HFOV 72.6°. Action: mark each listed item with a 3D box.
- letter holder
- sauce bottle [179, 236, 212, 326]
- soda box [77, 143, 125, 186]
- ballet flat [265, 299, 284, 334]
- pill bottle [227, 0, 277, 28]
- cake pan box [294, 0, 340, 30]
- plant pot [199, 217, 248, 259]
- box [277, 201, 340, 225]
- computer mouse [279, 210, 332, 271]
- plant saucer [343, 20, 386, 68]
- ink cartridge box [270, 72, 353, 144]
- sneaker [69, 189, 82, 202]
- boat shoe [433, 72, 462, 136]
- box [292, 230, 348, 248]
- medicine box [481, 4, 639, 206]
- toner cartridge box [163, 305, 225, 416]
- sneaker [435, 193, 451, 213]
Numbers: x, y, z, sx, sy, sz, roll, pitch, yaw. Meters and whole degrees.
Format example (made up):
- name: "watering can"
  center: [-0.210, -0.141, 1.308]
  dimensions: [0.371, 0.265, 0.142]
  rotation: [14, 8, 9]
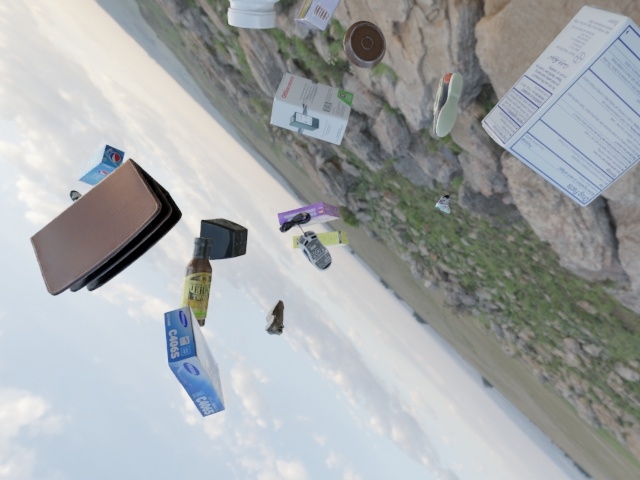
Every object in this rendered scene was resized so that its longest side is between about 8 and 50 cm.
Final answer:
- name: "letter holder"
  center: [-0.482, -0.003, 1.026]
  dimensions: [0.214, 0.301, 0.152]
  rotation: [48, 176, 33]
- name: "sauce bottle"
  center: [-0.479, 0.159, 1.688]
  dimensions: [0.111, 0.345, 0.111]
  rotation: [6, 179, 0]
- name: "soda box"
  center: [-0.754, -0.253, 1.496]
  dimensions: [0.210, 0.071, 0.067]
  rotation: [-15, 153, 40]
- name: "ballet flat"
  center: [-0.156, 0.280, 1.567]
  dimensions: [0.058, 0.084, 0.250]
  rotation: [36, -174, -9]
- name: "pill bottle"
  center: [-0.235, -0.958, 1.484]
  dimensions: [0.229, 0.228, 0.408]
  rotation: [46, 140, 46]
- name: "cake pan box"
  center: [0.029, -0.759, 1.284]
  dimensions: [0.070, 0.267, 0.246]
  rotation: [24, -160, -25]
- name: "plant pot"
  center: [-0.442, 0.002, 2.029]
  dimensions: [0.166, 0.188, 0.187]
  rotation: [9, -172, 18]
- name: "box"
  center: [-0.044, -0.106, 1.895]
  dimensions: [0.293, 0.200, 0.057]
  rotation: [0, -103, -75]
- name: "computer mouse"
  center: [-0.036, 0.011, 1.317]
  dimensions: [0.193, 0.106, 0.042]
  rotation: [58, 153, -12]
- name: "plant saucer"
  center: [0.169, -0.724, 1.602]
  dimensions: [0.168, 0.168, 0.029]
  rotation: [44, 174, -15]
- name: "ink cartridge box"
  center: [-0.031, -0.522, 1.717]
  dimensions: [0.288, 0.211, 0.122]
  rotation: [17, 139, -4]
- name: "sneaker"
  center: [-0.698, -0.110, 1.270]
  dimensions: [0.036, 0.032, 0.083]
  rotation: [18, 138, 46]
- name: "boat shoe"
  center: [0.261, -0.285, 0.920]
  dimensions: [0.049, 0.137, 0.043]
  rotation: [12, -178, -36]
- name: "box"
  center: [0.000, 0.000, 1.897]
  dimensions: [0.087, 0.232, 0.058]
  rotation: [9, -104, -65]
- name: "medicine box"
  center: [0.542, -0.263, 0.893]
  dimensions: [0.263, 0.289, 0.149]
  rotation: [28, -149, -21]
- name: "toner cartridge box"
  center: [-0.356, 0.356, 1.250]
  dimensions: [0.348, 0.075, 0.165]
  rotation: [86, 164, -48]
- name: "sneaker"
  center: [0.466, -0.141, 1.606]
  dimensions: [0.038, 0.069, 0.098]
  rotation: [29, -171, 33]
